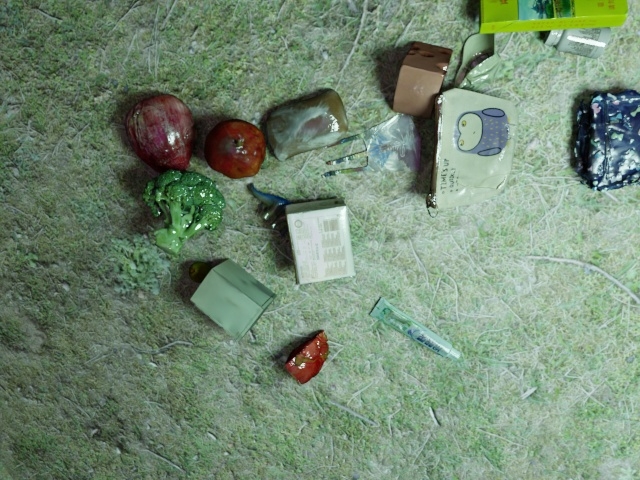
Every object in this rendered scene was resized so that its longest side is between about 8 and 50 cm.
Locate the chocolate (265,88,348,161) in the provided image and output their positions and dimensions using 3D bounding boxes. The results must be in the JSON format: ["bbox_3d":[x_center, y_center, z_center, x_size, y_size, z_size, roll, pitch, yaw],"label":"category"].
[{"bbox_3d":[-0.050,-0.343,1.334,0.254,0.080,0.156,-17,93,14],"label":"chocolate"}]

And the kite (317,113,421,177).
[{"bbox_3d":[0.144,-0.278,1.351,0.310,0.015,0.169,-6,98,12],"label":"kite"}]

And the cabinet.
[{"bbox_3d":[-0.282,0.189,1.459,0.206,0.145,0.150,38,106,2],"label":"cabinet"}]

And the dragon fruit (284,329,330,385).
[{"bbox_3d":[-0.026,0.385,1.462,0.161,0.120,0.127,-40,97,11],"label":"dragon fruit"}]

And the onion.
[{"bbox_3d":[-0.500,-0.316,1.418,0.227,0.120,0.283,-25,96,20],"label":"onion"}]

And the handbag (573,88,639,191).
[{"bbox_3d":[0.759,-0.260,1.178,0.162,0.113,0.259,-2,99,5],"label":"handbag"}]

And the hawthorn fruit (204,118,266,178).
[{"bbox_3d":[-0.243,-0.270,1.327,0.190,0.251,0.189,-3,101,-16],"label":"hawthorn fruit"}]

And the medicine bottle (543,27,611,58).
[{"bbox_3d":[0.660,-0.524,1.161,0.140,0.079,0.079,17,104,8],"label":"medicine bottle"}]

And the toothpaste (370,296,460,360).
[{"bbox_3d":[0.301,0.286,1.415,0.297,0.048,0.074,31,106,7],"label":"toothpaste"}]

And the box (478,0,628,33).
[{"bbox_3d":[0.576,-0.619,1.137,0.336,0.047,0.186,2,73,11],"label":"box"}]

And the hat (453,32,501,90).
[{"bbox_3d":[0.432,-0.488,1.228,0.122,0.081,0.165,0,86,50],"label":"hat"}]

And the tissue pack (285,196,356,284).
[{"bbox_3d":[0.000,0.000,1.352,0.185,0.124,0.224,-7,108,2],"label":"tissue pack"}]

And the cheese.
[{"bbox_3d":[0.278,-0.438,1.204,0.128,0.177,0.202,19,104,8],"label":"cheese"}]

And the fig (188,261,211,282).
[{"bbox_3d":[-0.405,0.105,1.498,0.074,0.088,0.073,-3,77,12],"label":"fig"}]

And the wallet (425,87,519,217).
[{"bbox_3d":[0.409,-0.236,1.218,0.275,0.068,0.334,-6,109,-18],"label":"wallet"}]

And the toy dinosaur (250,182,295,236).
[{"bbox_3d":[-0.098,-0.122,1.416,0.188,0.075,0.247,-38,86,6],"label":"toy dinosaur"}]

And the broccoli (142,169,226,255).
[{"bbox_3d":[-0.426,-0.087,1.391,0.270,0.270,0.269,13,70,9],"label":"broccoli"}]
